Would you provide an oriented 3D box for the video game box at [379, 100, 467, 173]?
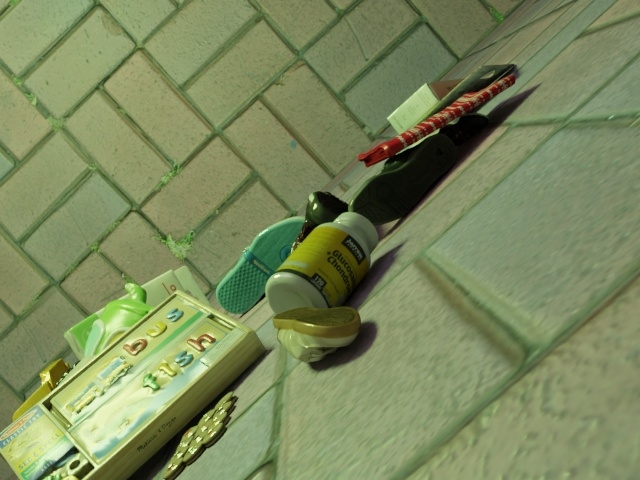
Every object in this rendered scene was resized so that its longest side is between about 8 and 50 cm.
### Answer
[{"bbox_3d":[0.228,-0.212,1.709,0.205,0.048,0.187,-40,3,24],"label":"video game box"}]

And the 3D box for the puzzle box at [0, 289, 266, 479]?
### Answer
[{"bbox_3d":[-0.316,0.254,1.277,0.409,0.052,0.272,-41,33,-24],"label":"puzzle box"}]

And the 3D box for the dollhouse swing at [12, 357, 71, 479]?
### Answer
[{"bbox_3d":[-0.785,0.533,2.068,0.304,0.315,0.347,-23,4,-8],"label":"dollhouse swing"}]

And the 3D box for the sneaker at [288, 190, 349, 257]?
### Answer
[{"bbox_3d":[0.000,0.000,1.443,0.163,0.106,0.281,-59,-4,6],"label":"sneaker"}]

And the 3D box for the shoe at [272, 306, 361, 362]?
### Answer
[{"bbox_3d":[-0.002,0.116,0.943,0.076,0.058,0.219,-12,1,-18],"label":"shoe"}]

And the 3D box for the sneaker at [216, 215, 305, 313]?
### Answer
[{"bbox_3d":[-0.118,0.028,1.917,0.319,0.127,0.208,-40,8,21],"label":"sneaker"}]

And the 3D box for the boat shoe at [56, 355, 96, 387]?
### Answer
[{"bbox_3d":[-0.319,0.302,1.416,0.340,0.158,0.127,2,40,37],"label":"boat shoe"}]

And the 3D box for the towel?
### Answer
[{"bbox_3d":[0.206,-0.217,1.425,0.274,0.031,0.199,-31,5,-9],"label":"towel"}]

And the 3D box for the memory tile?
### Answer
[{"bbox_3d":[-0.166,0.270,1.083,0.113,0.012,0.148,-42,6,8],"label":"memory tile"}]

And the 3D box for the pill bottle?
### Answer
[{"bbox_3d":[0.009,0.039,1.118,0.103,0.103,0.184,-36,10,49],"label":"pill bottle"}]

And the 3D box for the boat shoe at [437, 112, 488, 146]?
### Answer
[{"bbox_3d":[0.264,-0.202,1.444,0.133,0.048,0.042,-19,52,60],"label":"boat shoe"}]

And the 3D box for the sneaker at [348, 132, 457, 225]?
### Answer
[{"bbox_3d":[0.130,-0.093,1.360,0.227,0.087,0.130,-42,4,-21],"label":"sneaker"}]

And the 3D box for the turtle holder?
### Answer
[{"bbox_3d":[-0.370,0.251,1.638,0.320,0.243,0.227,-3,49,46],"label":"turtle holder"}]

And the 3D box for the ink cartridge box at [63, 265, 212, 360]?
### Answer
[{"bbox_3d":[-0.407,0.213,1.883,0.353,0.207,0.119,-33,2,-29],"label":"ink cartridge box"}]

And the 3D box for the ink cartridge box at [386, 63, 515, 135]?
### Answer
[{"bbox_3d":[0.303,-0.345,1.787,0.239,0.060,0.275,-41,-8,30],"label":"ink cartridge box"}]
